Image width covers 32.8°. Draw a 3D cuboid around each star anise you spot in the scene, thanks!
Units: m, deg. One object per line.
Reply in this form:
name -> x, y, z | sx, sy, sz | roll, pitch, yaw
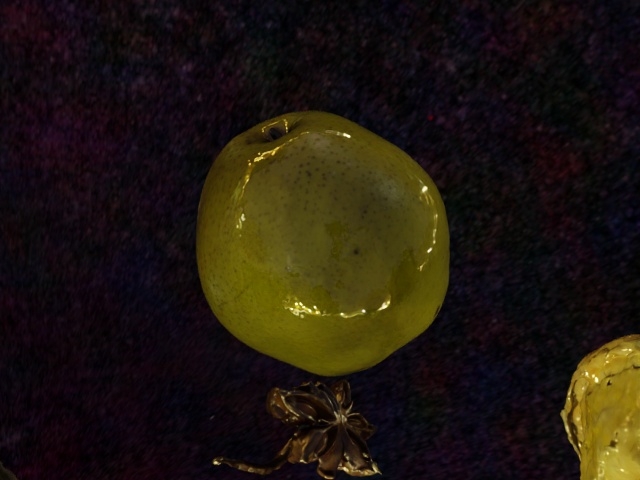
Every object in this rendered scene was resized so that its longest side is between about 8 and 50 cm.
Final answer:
star anise -> -0.019, 0.175, 0.969 | 0.191, 0.070, 0.097 | 6, 64, -50

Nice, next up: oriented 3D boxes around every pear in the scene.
pear -> 0.000, 0.000, 1.184 | 0.294, 0.294, 0.294 | 5, 71, -15

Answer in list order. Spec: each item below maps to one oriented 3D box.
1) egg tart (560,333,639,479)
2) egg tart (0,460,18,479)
egg tart -> 0.371, 0.244, 1.030 | 0.345, 0.345, 0.132 | 46, 54, 2
egg tart -> -0.395, 0.331, 0.911 | 0.443, 0.178, 0.443 | 19, 58, -34
